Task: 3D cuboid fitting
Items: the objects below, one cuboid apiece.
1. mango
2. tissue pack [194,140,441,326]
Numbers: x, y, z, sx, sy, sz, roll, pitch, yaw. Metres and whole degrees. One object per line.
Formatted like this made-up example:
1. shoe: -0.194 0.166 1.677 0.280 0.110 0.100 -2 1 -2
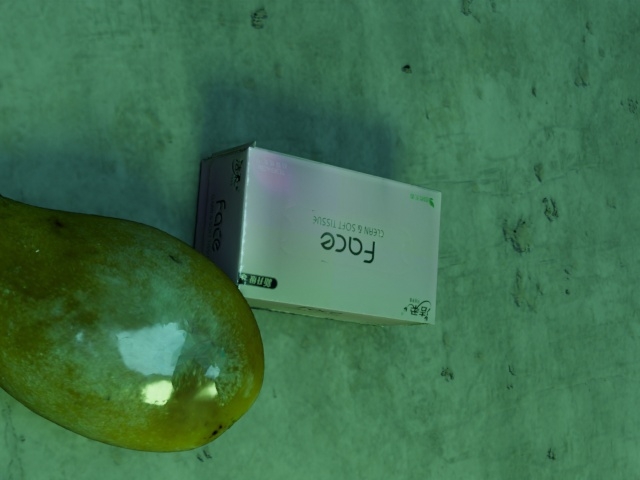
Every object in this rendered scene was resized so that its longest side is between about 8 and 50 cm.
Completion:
1. mango: -0.191 0.066 1.097 0.316 0.146 0.193 32 64 -19
2. tissue pack: 0.000 0.000 1.275 0.246 0.092 0.149 10 77 -35
